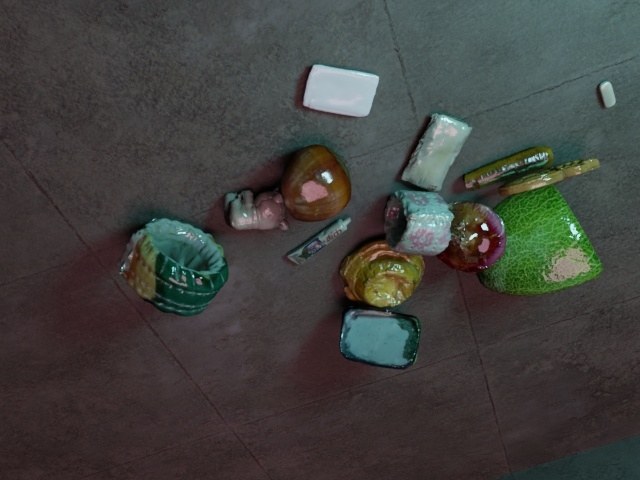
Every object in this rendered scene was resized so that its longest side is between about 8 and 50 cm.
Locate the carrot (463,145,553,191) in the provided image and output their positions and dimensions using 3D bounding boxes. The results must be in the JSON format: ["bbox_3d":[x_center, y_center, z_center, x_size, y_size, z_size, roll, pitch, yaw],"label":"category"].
[{"bbox_3d":[0.537,-0.205,1.852,0.260,0.070,0.070,-20,130,8],"label":"carrot"}]

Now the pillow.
[{"bbox_3d":[0.322,-0.242,1.790,0.128,0.051,0.229,13,126,-14],"label":"pillow"}]

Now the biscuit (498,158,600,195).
[{"bbox_3d":[0.643,-0.183,1.825,0.289,0.202,0.044,-19,93,-2],"label":"biscuit"}]

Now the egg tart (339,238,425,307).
[{"bbox_3d":[0.201,0.122,2.033,0.290,0.115,0.290,-4,130,-5],"label":"egg tart"}]

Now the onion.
[{"bbox_3d":[0.431,-0.003,1.900,0.230,0.163,0.230,4,107,14],"label":"onion"}]

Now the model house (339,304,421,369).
[{"bbox_3d":[0.216,0.332,2.144,0.253,0.184,0.291,4,168,16],"label":"model house"}]

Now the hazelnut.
[{"bbox_3d":[-0.015,-0.147,1.714,0.214,0.176,0.214,-12,110,-38],"label":"hazelnut"}]

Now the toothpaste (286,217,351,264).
[{"bbox_3d":[0.000,0.000,1.942,0.233,0.038,0.060,-36,125,22],"label":"toothpaste"}]

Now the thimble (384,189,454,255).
[{"bbox_3d":[0.278,-0.051,1.837,0.149,0.211,0.185,3,84,-13],"label":"thimble"}]

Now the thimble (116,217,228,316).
[{"bbox_3d":[-0.405,0.070,1.782,0.288,0.254,0.167,23,121,-24],"label":"thimble"}]

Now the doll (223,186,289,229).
[{"bbox_3d":[-0.175,-0.082,1.804,0.192,0.095,0.149,-9,128,0],"label":"doll"}]

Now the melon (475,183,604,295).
[{"bbox_3d":[0.628,0.028,1.983,0.343,0.226,0.331,-32,89,16],"label":"melon"}]

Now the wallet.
[{"bbox_3d":[0.050,-0.380,1.637,0.183,0.032,0.124,6,128,-13],"label":"wallet"}]

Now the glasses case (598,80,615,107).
[{"bbox_3d":[0.784,-0.399,1.763,0.032,0.021,0.083,-28,129,14],"label":"glasses case"}]
